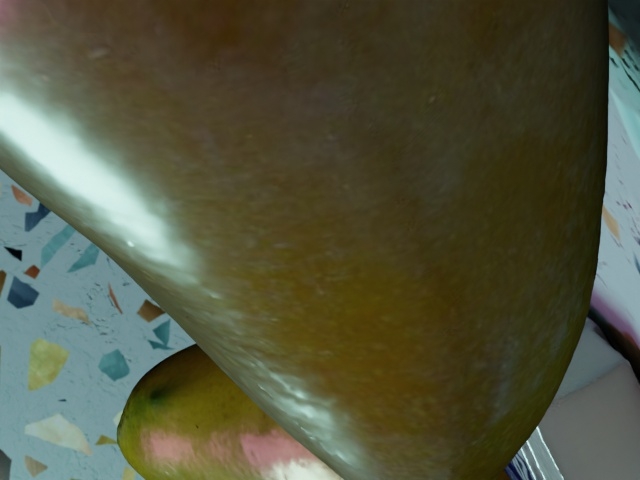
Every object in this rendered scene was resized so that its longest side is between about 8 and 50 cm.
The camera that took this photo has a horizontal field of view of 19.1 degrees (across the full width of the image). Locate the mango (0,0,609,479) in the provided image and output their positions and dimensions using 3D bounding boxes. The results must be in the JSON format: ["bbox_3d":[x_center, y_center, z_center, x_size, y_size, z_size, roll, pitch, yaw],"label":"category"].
[{"bbox_3d":[-0.023,-0.083,0.528,0.384,0.199,0.221,61,176,-26],"label":"mango"}]

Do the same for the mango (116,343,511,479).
[{"bbox_3d":[0.010,0.127,1.257,0.211,0.317,0.173,31,-118,-46],"label":"mango"}]

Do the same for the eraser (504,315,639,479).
[{"bbox_3d":[0.120,0.088,0.966,0.124,0.068,0.210,65,176,-18],"label":"eraser"}]
